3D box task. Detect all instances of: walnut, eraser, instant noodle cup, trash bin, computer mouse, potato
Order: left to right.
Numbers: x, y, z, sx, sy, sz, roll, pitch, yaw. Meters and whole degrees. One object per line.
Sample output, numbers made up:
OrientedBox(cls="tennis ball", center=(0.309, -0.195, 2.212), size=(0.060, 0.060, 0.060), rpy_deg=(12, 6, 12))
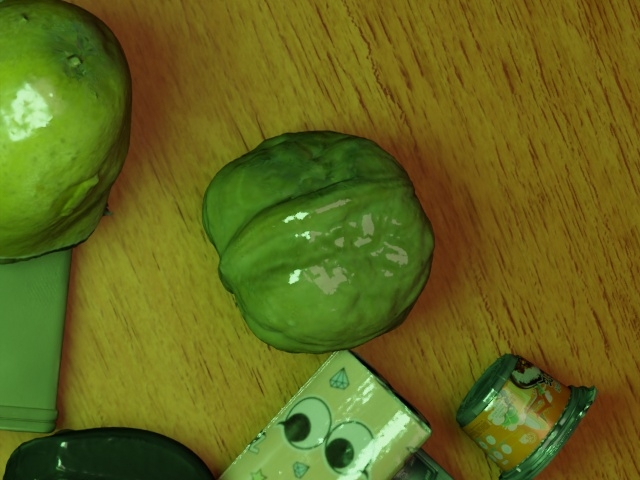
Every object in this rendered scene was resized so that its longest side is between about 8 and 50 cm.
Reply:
OrientedBox(cls="trash bin", center=(-0.402, 0.099, 1.653), size=(0.243, 0.121, 0.248), rpy_deg=(15, 78, -58))
OrientedBox(cls="potato", center=(-0.297, -0.168, 1.551), size=(0.290, 0.296, 0.397), rpy_deg=(43, 41, -9))
OrientedBox(cls="computer mouse", center=(-0.250, 0.286, 1.715), size=(0.269, 0.170, 0.100), rpy_deg=(17, 52, -32))
OrientedBox(cls="eraser", center=(-0.005, 0.297, 1.789), size=(0.290, 0.087, 0.171), rpy_deg=(-48, 66, 3))
OrientedBox(cls="walnut", center=(-0.001, -0.002, 1.769), size=(0.276, 0.253, 0.282), rpy_deg=(-15, 95, -21))
OrientedBox(cls="instant noodle cup", center=(0.269, 0.237, 1.920), size=(0.125, 0.177, 0.208), rpy_deg=(39, 107, 0))

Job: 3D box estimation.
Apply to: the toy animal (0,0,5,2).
OrientedBox(cls="toy animal", center=(-0.419, -0.433, 1.720), size=(0.170, 0.090, 0.255), rpy_deg=(22, 84, -24))

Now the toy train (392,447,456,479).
OrientedBox(cls="toy train", center=(0.182, 0.389, 1.917), size=(0.409, 0.089, 0.086), rpy_deg=(44, 70, -13))
